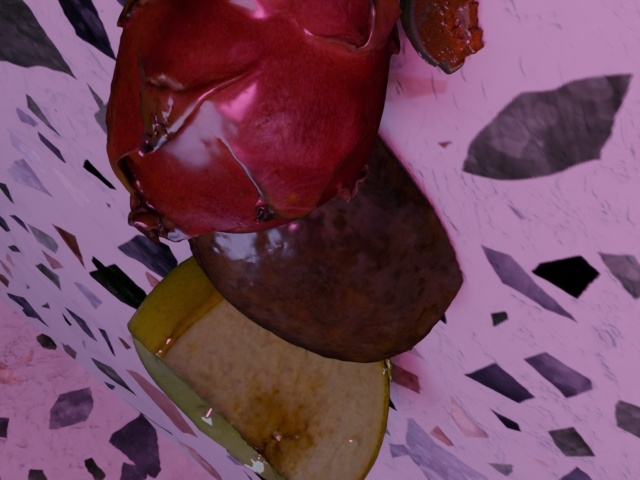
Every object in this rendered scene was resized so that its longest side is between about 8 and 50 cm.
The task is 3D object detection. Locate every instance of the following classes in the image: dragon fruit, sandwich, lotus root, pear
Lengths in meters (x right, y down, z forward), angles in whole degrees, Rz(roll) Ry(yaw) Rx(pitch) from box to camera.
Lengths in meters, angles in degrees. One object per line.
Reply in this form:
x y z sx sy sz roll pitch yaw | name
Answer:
-0.054 -0.124 0.809 0.250 0.315 0.250 27 -169 -6 | dragon fruit
0.091 -0.174 0.770 0.067 0.029 0.135 34 154 22 | sandwich
0.004 0.000 1.017 0.314 0.210 0.142 44 170 -34 | lotus root
-0.085 0.135 1.304 0.342 0.238 0.318 50 167 -27 | pear
